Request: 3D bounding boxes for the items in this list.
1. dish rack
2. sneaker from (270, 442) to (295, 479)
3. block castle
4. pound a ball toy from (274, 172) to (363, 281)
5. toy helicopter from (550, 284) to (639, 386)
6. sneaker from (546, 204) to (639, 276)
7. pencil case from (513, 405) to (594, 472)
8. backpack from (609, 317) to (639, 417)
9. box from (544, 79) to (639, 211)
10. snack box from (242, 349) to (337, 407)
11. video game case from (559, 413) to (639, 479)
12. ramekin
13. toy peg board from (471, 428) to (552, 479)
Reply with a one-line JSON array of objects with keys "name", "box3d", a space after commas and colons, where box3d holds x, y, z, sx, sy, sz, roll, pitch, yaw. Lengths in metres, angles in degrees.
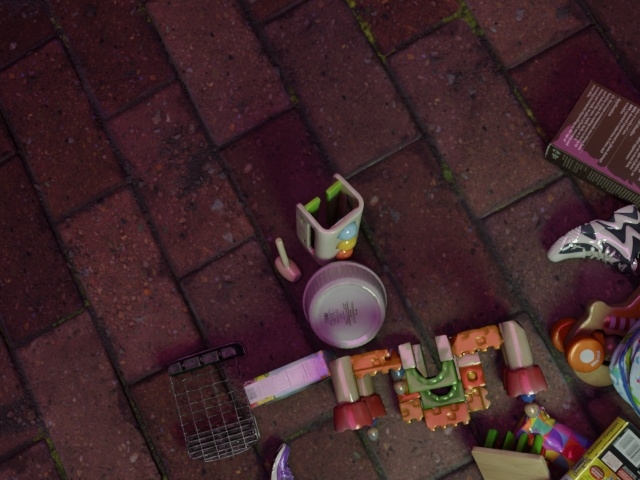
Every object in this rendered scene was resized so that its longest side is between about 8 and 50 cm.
[{"name": "dish rack", "box3d": [-0.264, 0.407, 1.945, 0.208, 0.074, 0.271, -18, 80, 9]}, {"name": "sneaker", "box3d": [-0.088, 0.581, 1.897, 0.071, 0.068, 0.169, 4, 91, -4]}, {"name": "block castle", "box3d": [0.261, 0.326, 1.737, 0.454, 0.303, 0.212, -14, 80, 9]}, {"name": "pound a ball toy", "box3d": [0.000, 0.000, 1.853, 0.208, 0.319, 0.135, -39, 77, -13]}, {"name": "toy helicopter", "box3d": [0.713, 0.185, 1.752, 0.235, 0.140, 0.355, 34, 101, -9]}, {"name": "sneaker", "box3d": [0.665, 0.031, 1.810, 0.235, 0.094, 0.153, -23, 69, -4]}, {"name": "pencil case", "box3d": [0.556, 0.468, 1.765, 0.236, 0.104, 0.104, 34, 89, 12]}, {"name": "backpack", "box3d": [0.773, 0.306, 1.623, 0.290, 0.355, 0.273, -52, 51, 1]}, {"name": "box", "box3d": [0.743, -0.192, 1.809, 0.382, 0.143, 0.191, 33, 88, 15]}, {"name": "snack box", "box3d": [-0.063, 0.330, 1.863, 0.207, 0.174, 0.070, -25, 79, 7]}, {"name": "video game case", "box3d": [0.647, 0.542, 1.687, 0.275, 0.035, 0.248, 42, 91, -25]}, {"name": "ramekin", "box3d": [0.061, 0.161, 1.858, 0.207, 0.109, 0.207, -1, 106, -2]}, {"name": "toy peg board", "box3d": [0.448, 0.502, 1.754, 0.161, 0.160, 0.079, -1, 42, 34]}]
